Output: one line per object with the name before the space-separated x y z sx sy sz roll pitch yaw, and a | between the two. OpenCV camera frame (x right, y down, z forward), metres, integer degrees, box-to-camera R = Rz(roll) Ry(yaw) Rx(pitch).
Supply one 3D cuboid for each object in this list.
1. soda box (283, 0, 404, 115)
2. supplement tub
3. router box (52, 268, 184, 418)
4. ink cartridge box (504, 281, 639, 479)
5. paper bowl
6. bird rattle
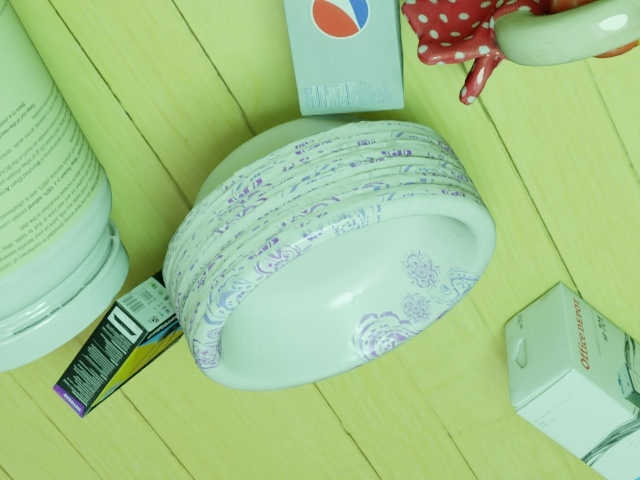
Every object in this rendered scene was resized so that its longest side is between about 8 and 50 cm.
soda box | 0.011 -0.248 0.915 0.091 0.098 0.286 -4 125 7
supplement tub | -0.324 -0.068 0.983 0.235 0.235 0.325 -16 122 15
router box | -0.165 0.080 1.109 0.046 0.179 0.133 43 121 5
ink cartridge box | 0.281 0.154 1.145 0.190 0.140 0.082 37 121 -20
paper bowl | 0.000 0.000 1.016 0.284 0.148 0.284 -19 150 -12
bird rattle | 0.196 -0.189 0.877 0.253 0.207 0.143 -19 107 -5
